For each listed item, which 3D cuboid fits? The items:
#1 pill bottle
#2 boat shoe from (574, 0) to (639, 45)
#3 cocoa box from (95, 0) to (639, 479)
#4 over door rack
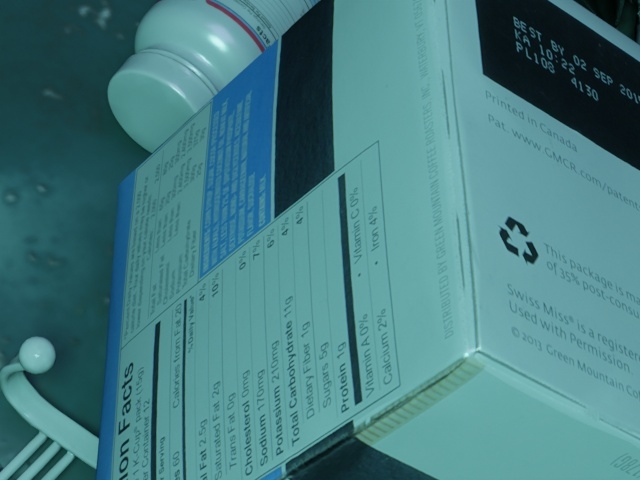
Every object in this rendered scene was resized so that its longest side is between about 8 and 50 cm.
[{"bbox_3d":[-0.050,-0.120,0.961,0.087,0.087,0.160,35,57,3],"label":"pill bottle"},{"bbox_3d":[0.178,-0.153,1.053,0.116,0.099,0.319,21,57,-7],"label":"boat shoe"},{"bbox_3d":[0.102,0.071,0.744,0.347,0.228,0.231,27,43,-30],"label":"cocoa box"},{"bbox_3d":[-0.082,0.217,0.745,0.324,0.108,0.239,39,57,5],"label":"over door rack"}]
